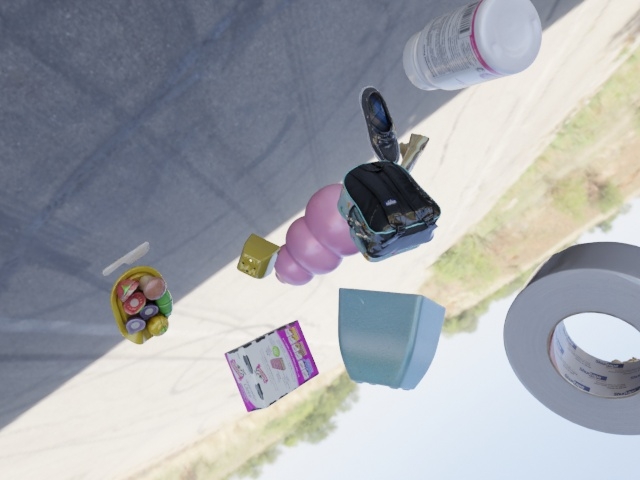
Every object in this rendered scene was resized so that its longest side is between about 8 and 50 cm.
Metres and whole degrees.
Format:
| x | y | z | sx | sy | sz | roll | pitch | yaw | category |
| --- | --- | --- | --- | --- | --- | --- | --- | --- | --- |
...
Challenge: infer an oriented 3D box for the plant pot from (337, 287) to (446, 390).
| x | y | z | sx | sy | sz | roll | pitch | yaw | category |
| --- | --- | --- | --- | --- | --- | --- | --- | --- | --- |
| 0.192 | 0.284 | 1.766 | 0.247 | 0.252 | 0.248 | 2 | 167 | 27 | plant pot |

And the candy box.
| x | y | z | sx | sy | sz | roll | pitch | yaw | category |
| --- | --- | --- | --- | --- | --- | --- | --- | --- | --- |
| -0.119 | 0.314 | 1.599 | 0.071 | 0.159 | 0.233 | -24 | 176 | 35 | candy box |

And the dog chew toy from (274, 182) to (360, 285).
| x | y | z | sx | sy | sz | roll | pitch | yaw | category |
| --- | --- | --- | --- | --- | --- | --- | --- | --- | --- |
| 0.000 | 0.000 | 1.735 | 0.332 | 0.207 | 0.206 | -44 | 167 | 18 | dog chew toy |

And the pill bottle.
| x | y | z | sx | sy | sz | roll | pitch | yaw | category |
| --- | --- | --- | --- | --- | --- | --- | --- | --- | --- |
| 0.304 | -0.404 | 1.318 | 0.160 | 0.160 | 0.283 | -34 | -163 | -20 | pill bottle |

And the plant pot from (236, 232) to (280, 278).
| x | y | z | sx | sy | sz | roll | pitch | yaw | category |
| --- | --- | --- | --- | --- | --- | --- | --- | --- | --- |
| -0.154 | 0.045 | 1.494 | 0.082 | 0.081 | 0.083 | -68 | 172 | 23 | plant pot |

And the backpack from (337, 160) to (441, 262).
| x | y | z | sx | sy | sz | roll | pitch | yaw | category |
| --- | --- | --- | --- | --- | --- | --- | --- | --- | --- |
| 0.123 | -0.061 | 1.237 | 0.165 | 0.188 | 0.144 | -19 | 151 | -19 | backpack |

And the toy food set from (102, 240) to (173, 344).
| x | y | z | sx | sy | sz | roll | pitch | yaw | category |
| --- | --- | --- | --- | --- | --- | --- | --- | --- | --- |
| -0.370 | 0.128 | 1.334 | 0.128 | 0.071 | 0.218 | -32 | 126 | -34 | toy food set |

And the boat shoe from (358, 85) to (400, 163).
| x | y | z | sx | sy | sz | roll | pitch | yaw | category |
| --- | --- | --- | --- | --- | --- | --- | --- | --- | --- |
| 0.164 | -0.297 | 1.668 | 0.080 | 0.229 | 0.076 | -19 | -159 | -5 | boat shoe |

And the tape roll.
| x | y | z | sx | sy | sz | roll | pitch | yaw | category |
| --- | --- | --- | --- | --- | --- | --- | --- | --- | --- |
| 0.328 | 0.113 | 0.725 | 0.072 | 0.219 | 0.219 | -38 | 173 | -48 | tape roll |

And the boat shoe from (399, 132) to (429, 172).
| x | y | z | sx | sy | sz | roll | pitch | yaw | category |
| --- | --- | --- | --- | --- | --- | --- | --- | --- | --- |
| 0.254 | -0.256 | 1.826 | 0.190 | 0.072 | 0.068 | -53 | 168 | -50 | boat shoe |

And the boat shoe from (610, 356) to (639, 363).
| x | y | z | sx | sy | sz | roll | pitch | yaw | category |
| --- | --- | --- | --- | --- | --- | --- | --- | --- | --- |
| 0.678 | 0.280 | 1.357 | 0.170 | 0.063 | 0.059 | 29 | 97 | -37 | boat shoe |
